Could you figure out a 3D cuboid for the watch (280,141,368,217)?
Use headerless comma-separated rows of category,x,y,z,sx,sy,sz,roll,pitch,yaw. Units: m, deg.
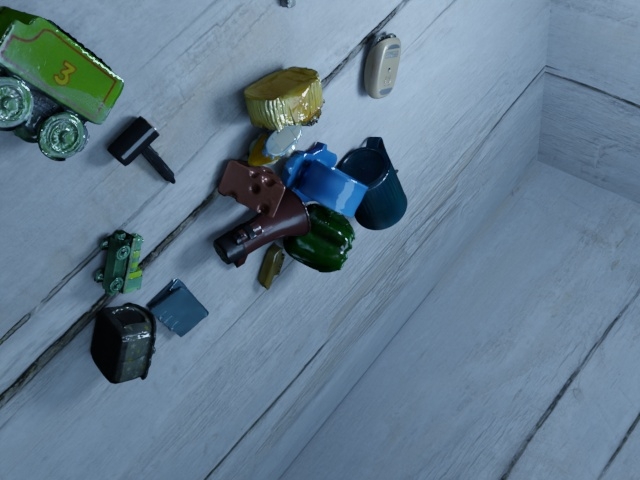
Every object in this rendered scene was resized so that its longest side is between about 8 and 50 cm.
watch,0.016,-0.210,1.922,0.305,0.274,0.241,7,113,-61

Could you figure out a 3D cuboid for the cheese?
cheese,-0.237,-0.177,1.737,0.177,0.203,0.128,17,108,-27

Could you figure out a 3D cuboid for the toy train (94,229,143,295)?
toy train,-0.577,0.061,1.560,0.132,0.083,0.200,-18,132,-60

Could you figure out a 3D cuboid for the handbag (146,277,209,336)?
handbag,-0.491,0.239,1.850,0.144,0.057,0.221,-42,146,-14

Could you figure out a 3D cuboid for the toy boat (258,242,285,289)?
toy boat,-0.193,0.106,2.128,0.077,0.057,0.201,-11,127,-56

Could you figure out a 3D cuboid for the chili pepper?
chili pepper,0.000,0.000,2.090,0.249,0.256,0.233,-63,177,13

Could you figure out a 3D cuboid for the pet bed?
pet bed,-0.592,0.314,1.658,0.159,0.183,0.211,-7,124,-48

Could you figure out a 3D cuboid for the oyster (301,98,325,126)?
oyster,-0.035,-0.463,1.842,0.105,0.056,0.177,-36,148,-16

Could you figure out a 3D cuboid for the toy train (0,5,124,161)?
toy train,-0.590,-0.326,1.114,0.249,0.173,0.307,-61,148,-4

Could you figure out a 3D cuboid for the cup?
cup,0.232,-0.240,2.218,0.308,0.242,0.292,-48,145,-8

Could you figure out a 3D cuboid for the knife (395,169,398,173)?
knife,0.277,-0.267,2.460,0.247,0.018,0.035,-37,146,-27

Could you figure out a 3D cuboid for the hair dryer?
hair dryer,-0.470,-0.214,1.473,0.128,0.070,0.255,-47,151,-13

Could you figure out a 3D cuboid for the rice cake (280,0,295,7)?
rice cake,-0.098,-0.762,1.506,0.047,0.036,0.207,-49,149,-35

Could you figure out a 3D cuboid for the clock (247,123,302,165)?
clock,-0.150,-0.321,1.740,0.231,0.144,0.103,-44,109,-18

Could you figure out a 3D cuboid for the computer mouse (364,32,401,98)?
computer mouse,0.228,-0.649,1.995,0.145,0.082,0.237,-26,135,-38

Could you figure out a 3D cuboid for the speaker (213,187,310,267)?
speaker,-0.233,-0.031,1.890,0.329,0.259,0.198,-31,101,-25

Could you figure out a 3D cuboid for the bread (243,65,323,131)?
bread,-0.107,-0.431,1.644,0.250,0.179,0.133,-40,142,-29
